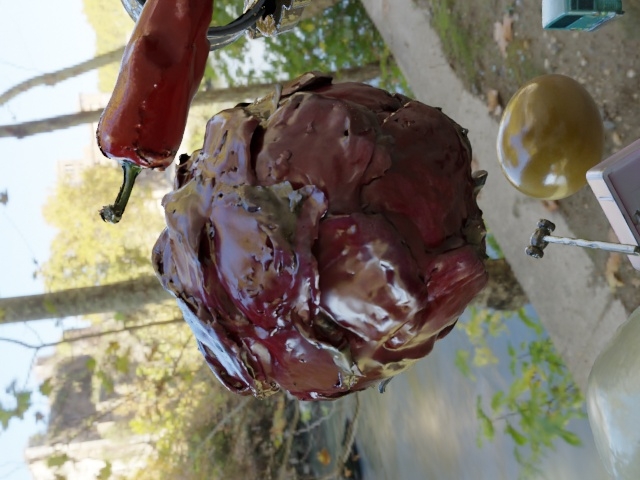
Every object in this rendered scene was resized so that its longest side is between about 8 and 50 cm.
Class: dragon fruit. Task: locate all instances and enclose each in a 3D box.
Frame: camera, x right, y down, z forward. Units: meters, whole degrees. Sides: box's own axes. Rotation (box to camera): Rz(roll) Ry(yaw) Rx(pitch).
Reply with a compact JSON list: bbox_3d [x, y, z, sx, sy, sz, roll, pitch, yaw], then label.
[{"bbox_3d":[-0.002,-0.001,0.674,0.329,0.329,0.329,175,90,-79],"label":"dragon fruit"}]

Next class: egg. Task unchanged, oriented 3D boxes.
[{"bbox_3d":[0.559,-0.255,1.689,0.250,0.250,0.322,116,166,-69],"label":"egg"}]

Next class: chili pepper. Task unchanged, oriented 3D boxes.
[{"bbox_3d":[-0.213,-0.208,0.896,0.110,0.110,0.387,-164,91,-78],"label":"chili pepper"}]

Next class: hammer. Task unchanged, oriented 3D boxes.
[{"bbox_3d":[0.336,0.005,0.899,0.292,0.029,0.058,-140,71,-85],"label":"hammer"}]

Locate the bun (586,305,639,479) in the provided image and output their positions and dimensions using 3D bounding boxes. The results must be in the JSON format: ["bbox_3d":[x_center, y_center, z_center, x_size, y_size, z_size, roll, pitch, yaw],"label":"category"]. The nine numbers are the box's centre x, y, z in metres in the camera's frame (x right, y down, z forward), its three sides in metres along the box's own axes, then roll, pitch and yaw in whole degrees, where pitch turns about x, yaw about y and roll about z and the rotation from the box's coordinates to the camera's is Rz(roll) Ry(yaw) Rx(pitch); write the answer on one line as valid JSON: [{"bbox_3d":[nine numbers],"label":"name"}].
[{"bbox_3d":[0.312,0.118,0.413,0.146,0.287,0.287,-81,-4,-51],"label":"bun"}]

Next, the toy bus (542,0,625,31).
[{"bbox_3d":[0.507,-0.550,1.352,0.128,0.147,0.256,-174,81,-84],"label":"toy bus"}]

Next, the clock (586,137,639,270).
[{"bbox_3d":[0.540,-0.062,1.119,0.197,0.150,0.063,59,177,-7],"label":"clock"}]

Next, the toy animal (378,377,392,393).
[{"bbox_3d":[0.103,0.124,1.185,0.269,0.137,0.082,62,176,-18],"label":"toy animal"}]

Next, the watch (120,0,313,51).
[{"bbox_3d":[-0.201,-0.513,1.225,0.314,0.327,0.335,-168,74,-69],"label":"watch"}]
